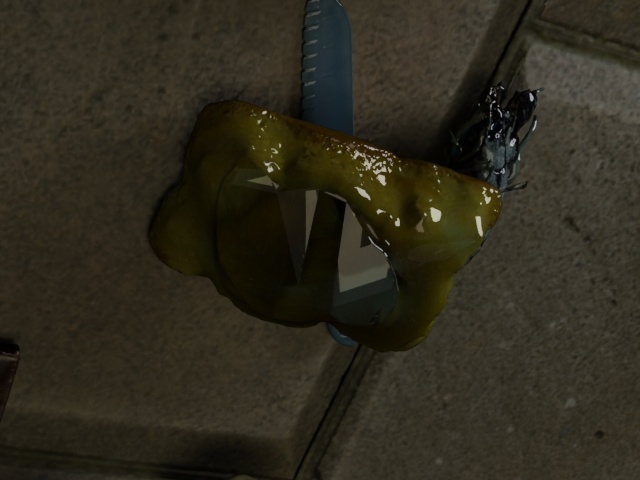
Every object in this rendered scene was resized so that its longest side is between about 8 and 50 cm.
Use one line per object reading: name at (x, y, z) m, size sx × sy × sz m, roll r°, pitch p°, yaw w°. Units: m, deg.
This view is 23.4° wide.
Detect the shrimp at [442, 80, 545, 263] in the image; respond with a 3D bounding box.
shrimp at (0.122, -0.038, 1.169) m, size 0.082 × 0.076 × 0.174 m, roll -2°, pitch 126°, yaw -49°

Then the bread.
bread at (0.000, 0.000, 1.106) m, size 0.233 × 0.088 × 0.160 m, roll 19°, pitch 112°, yaw -8°

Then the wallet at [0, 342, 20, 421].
wallet at (-0.311, 0.104, 1.102) m, size 0.176 × 0.026 × 0.095 m, roll 7°, pitch 113°, yaw -29°

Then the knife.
knife at (0.009, -0.047, 1.150) m, size 0.045 × 0.019 × 0.313 m, roll -11°, pitch 124°, yaw -13°

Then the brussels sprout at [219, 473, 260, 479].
brussels sprout at (-0.087, 0.256, 1.261) m, size 0.139 × 0.100 × 0.181 m, roll 3°, pitch 120°, yaw -37°
